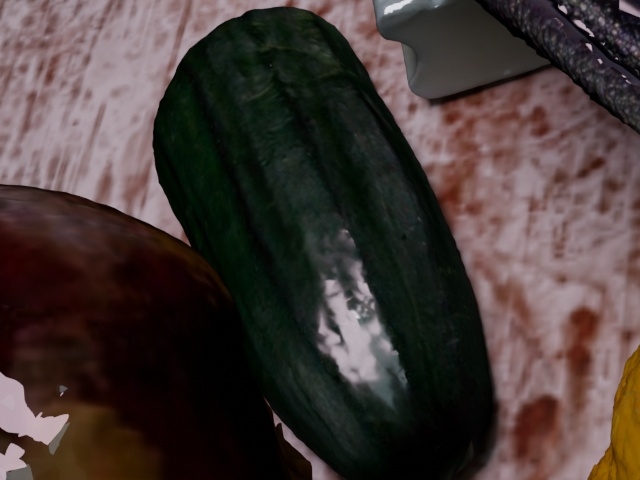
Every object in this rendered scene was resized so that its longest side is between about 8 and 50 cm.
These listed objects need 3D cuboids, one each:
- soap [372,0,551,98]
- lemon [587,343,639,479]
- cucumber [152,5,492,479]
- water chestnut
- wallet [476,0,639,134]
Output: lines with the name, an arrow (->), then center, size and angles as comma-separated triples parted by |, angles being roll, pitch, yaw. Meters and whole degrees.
soap -> 0.078, -0.173, 0.730 | 0.119, 0.066, 0.198 | -16, 54, 13
lemon -> 0.165, 0.063, 0.489 | 0.187, 0.142, 0.142 | -27, 51, 17
cucumber -> 0.000, 0.000, 0.663 | 0.115, 0.063, 0.244 | -33, 52, 4
water chestnut -> -0.070, 0.150, 0.470 | 0.347, 0.335, 0.335 | -7, 51, -14
wallet -> 0.161, -0.110, 0.576 | 0.262, 0.071, 0.221 | -15, 43, -31
